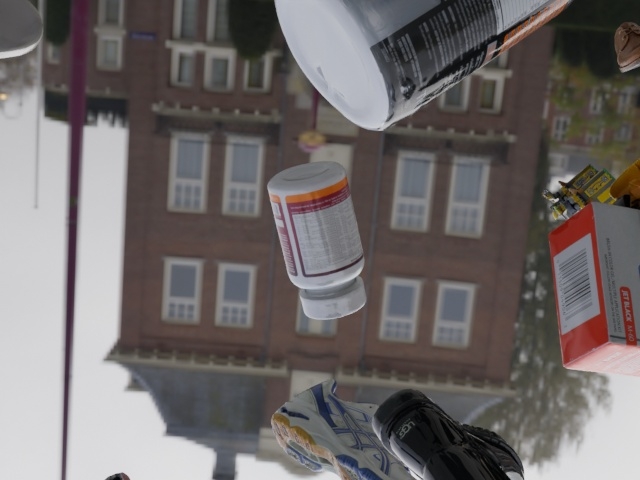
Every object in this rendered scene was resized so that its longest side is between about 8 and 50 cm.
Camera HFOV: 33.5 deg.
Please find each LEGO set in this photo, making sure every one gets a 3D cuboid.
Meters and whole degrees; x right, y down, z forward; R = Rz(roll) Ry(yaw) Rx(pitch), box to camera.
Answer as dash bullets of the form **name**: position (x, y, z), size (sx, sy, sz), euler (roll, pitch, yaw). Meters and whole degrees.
- **LEGO set**: position (0.435, 0.019, 1.702), size (0.255, 0.192, 0.331), euler (47, -170, -6)

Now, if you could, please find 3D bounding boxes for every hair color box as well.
- **hair color box**: position (0.231, 0.038, 0.664), size (0.167, 0.093, 0.053), euler (9, 154, -21)

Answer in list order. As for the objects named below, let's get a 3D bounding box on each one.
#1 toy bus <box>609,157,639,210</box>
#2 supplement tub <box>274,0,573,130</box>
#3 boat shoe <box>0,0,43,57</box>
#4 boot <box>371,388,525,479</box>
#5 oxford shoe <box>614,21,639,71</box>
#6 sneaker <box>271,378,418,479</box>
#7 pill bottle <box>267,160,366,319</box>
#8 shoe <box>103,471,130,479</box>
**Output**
- **toy bus**: position (0.495, 0.007, 1.347), size (0.211, 0.149, 0.220), euler (29, -143, -37)
- **supplement tub**: position (0.137, -0.284, 1.133), size (0.338, 0.207, 0.207), euler (-36, -151, -16)
- **boat shoe**: position (-0.592, -0.305, 1.559), size (0.341, 0.127, 0.158), euler (3, 162, -25)
- **boot**: position (0.172, 0.269, 1.062), size (0.246, 0.094, 0.207), euler (40, -173, -39)
- **oxford shoe**: position (0.544, -0.342, 1.855), size (0.076, 0.076, 0.212), euler (-24, -169, 10)
- **sneaker**: position (0.070, 0.290, 1.490), size (0.296, 0.111, 0.131), euler (32, -124, 32)
- **pill bottle**: position (0.000, 0.000, 1.621), size (0.121, 0.221, 0.121), euler (-11, -161, 4)
- **shoe**: position (-0.227, 0.320, 1.140), size (0.064, 0.081, 0.178), euler (-27, -168, 12)
